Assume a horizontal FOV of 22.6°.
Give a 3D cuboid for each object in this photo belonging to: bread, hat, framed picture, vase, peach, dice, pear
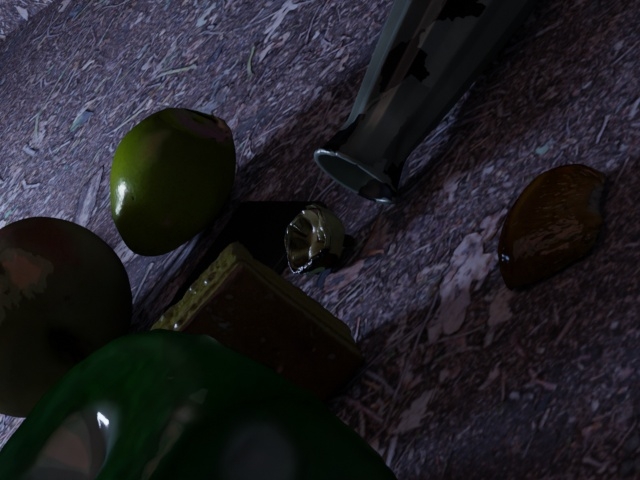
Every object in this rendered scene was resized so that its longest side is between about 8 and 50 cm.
[{"bbox_3d":[0.224,-0.020,1.577,0.126,0.044,0.129,-28,27,38],"label":"bread"},{"bbox_3d":[0.000,0.001,1.930,0.077,0.059,0.076,-43,56,40],"label":"hat"},{"bbox_3d":[-0.143,0.082,2.119,0.339,0.014,0.255,-55,23,-16],"label":"framed picture"},{"bbox_3d":[0.129,-0.222,1.940,0.360,0.165,0.165,-59,24,-13],"label":"vase"},{"bbox_3d":[-0.097,0.144,1.721,0.234,0.184,0.110,-45,20,14],"label":"bread"},{"bbox_3d":[-0.406,0.101,2.257,0.292,0.247,0.292,-21,56,34],"label":"peach"},{"bbox_3d":[-0.116,0.269,1.412,0.287,0.300,0.297,-6,46,54],"label":"dice"},{"bbox_3d":[-0.220,-0.082,2.323,0.187,0.187,0.220,-97,31,-61],"label":"pear"}]
